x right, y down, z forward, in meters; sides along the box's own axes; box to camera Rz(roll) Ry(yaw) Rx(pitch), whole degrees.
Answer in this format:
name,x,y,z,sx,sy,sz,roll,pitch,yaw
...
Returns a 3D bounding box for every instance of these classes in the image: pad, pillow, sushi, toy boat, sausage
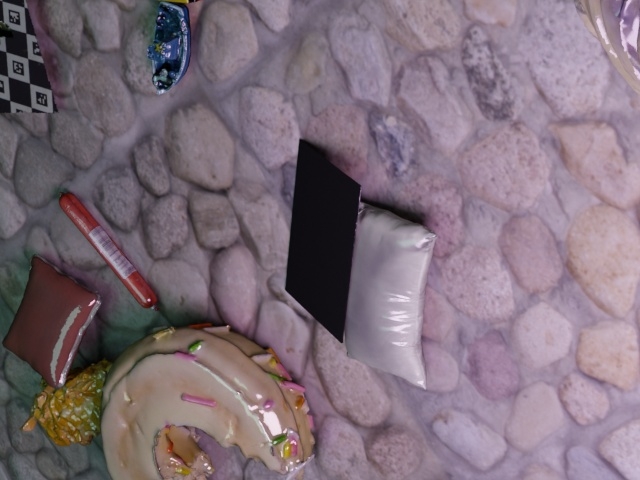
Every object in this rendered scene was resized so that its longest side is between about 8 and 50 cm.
name,x,y,z,sx,sy,sz,roll,pitch,yaw
pad,0.000,0.000,1.910,0.170,0.006,0.245,39,132,48
pillow,0.096,0.079,1.874,0.144,0.078,0.254,21,122,32
sushi,-0.509,-0.336,2.140,0.193,0.043,0.279,4,120,29
toy boat,-0.219,-0.275,1.953,0.060,0.061,0.137,25,123,24
sausage,-0.340,0.017,2.185,0.253,0.034,0.034,51,129,7
pillow,-0.445,0.135,2.258,0.171,0.075,0.179,30,102,34

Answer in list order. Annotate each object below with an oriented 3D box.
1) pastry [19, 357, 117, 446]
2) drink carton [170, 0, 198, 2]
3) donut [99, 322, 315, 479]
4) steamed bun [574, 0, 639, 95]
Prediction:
name,x,y,z,sx,sy,sz,roll,pitch,yaw
pastry,-0.401,0.267,2.290,0.250,0.102,0.154,-15,112,36
drink carton,-0.198,-0.415,1.882,0.071,0.056,0.165,15,118,39
donut,-0.190,0.274,2.106,0.371,0.150,0.307,-32,90,35
steamed bun,0.416,-0.247,1.405,0.394,0.237,0.346,10,116,31
